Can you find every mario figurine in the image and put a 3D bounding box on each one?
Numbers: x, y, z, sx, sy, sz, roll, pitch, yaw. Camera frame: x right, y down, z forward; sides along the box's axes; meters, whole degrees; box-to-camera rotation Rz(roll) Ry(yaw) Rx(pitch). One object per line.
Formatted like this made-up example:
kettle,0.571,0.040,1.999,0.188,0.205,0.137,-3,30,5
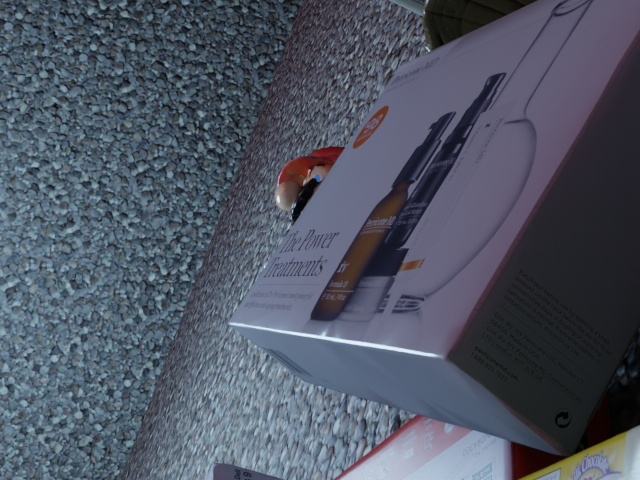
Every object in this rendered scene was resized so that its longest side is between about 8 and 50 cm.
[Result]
mario figurine,0.000,0.000,1.062,0.198,0.170,0.320,-28,36,13

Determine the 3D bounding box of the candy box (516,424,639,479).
candy box,0.092,0.140,0.360,0.206,0.027,0.105,106,177,-68

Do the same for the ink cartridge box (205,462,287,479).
ink cartridge box,-0.096,0.397,0.903,0.211,0.121,0.289,-96,26,-62

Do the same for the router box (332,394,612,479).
router box,0.054,0.277,0.596,0.335,0.082,0.301,-49,23,42

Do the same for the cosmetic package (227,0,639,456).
cosmetic package,0.096,-0.026,0.648,0.284,0.097,0.377,-55,16,-15

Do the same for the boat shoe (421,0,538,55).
boat shoe,0.158,-0.217,0.888,0.302,0.109,0.098,103,-169,-67

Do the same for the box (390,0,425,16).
box,0.106,-0.362,1.086,0.148,0.232,0.127,-60,17,30
